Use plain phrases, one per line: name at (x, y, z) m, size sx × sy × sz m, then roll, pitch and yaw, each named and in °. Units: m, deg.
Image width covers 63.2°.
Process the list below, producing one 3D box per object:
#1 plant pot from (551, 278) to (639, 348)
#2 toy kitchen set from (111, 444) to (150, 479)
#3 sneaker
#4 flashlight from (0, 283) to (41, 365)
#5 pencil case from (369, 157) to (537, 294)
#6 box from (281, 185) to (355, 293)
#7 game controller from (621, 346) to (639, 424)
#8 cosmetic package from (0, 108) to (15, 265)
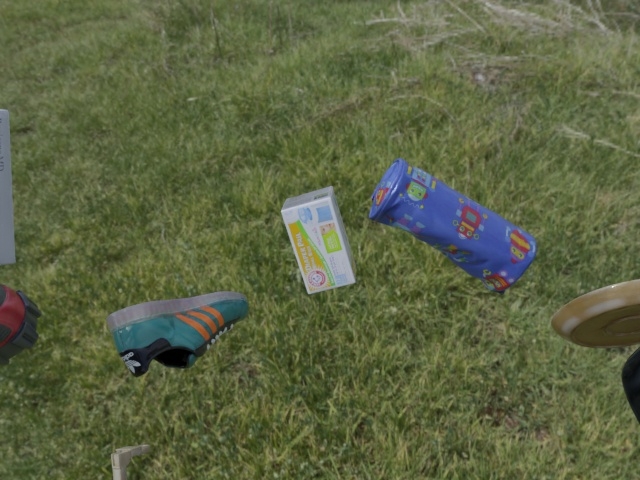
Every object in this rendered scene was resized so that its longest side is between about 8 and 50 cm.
plant pot at (0.518, 0.133, 0.879) m, size 0.236 × 0.236 × 0.032 m, roll -5°, pitch 57°, yaw 4°
toy kitchen set at (-0.464, 0.540, 1.255) m, size 0.068 × 0.075 × 0.083 m, roll -17°, pitch -12°, yaw 37°
sneaker at (-0.238, 0.170, 0.946) m, size 0.108 × 0.121 × 0.302 m, roll -29°, pitch -15°, yaw 33°
flashlight at (-0.424, 0.048, 0.572) m, size 0.103 × 0.304 × 0.103 m, roll -6°, pitch 59°, yaw -2°
pencil case at (0.230, -0.024, 0.926) m, size 0.306 × 0.133 × 0.119 m, roll 29°, pitch 74°, yaw -10°
box at (0.000, 0.000, 1.149) m, size 0.114 × 0.203 × 0.103 m, roll -15°, pitch 17°, yaw 8°
game controller at (0.358, 0.178, 0.413) m, size 0.067 × 0.166 × 0.319 m, roll 18°, pitch 34°, yaw -7°
cosmetic package at (-0.552, -0.070, 0.687) m, size 0.138 × 0.224 × 0.224 m, roll 8°, pitch 10°, yaw 30°
